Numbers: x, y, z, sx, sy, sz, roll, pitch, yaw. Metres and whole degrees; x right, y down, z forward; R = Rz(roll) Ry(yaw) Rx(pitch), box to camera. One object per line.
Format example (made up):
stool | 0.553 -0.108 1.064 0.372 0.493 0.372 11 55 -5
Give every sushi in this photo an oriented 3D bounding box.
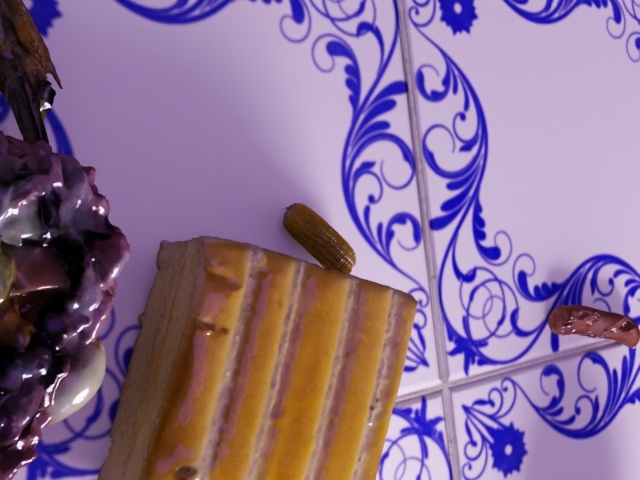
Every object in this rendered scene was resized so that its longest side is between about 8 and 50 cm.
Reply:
sushi | -0.255 0.051 0.766 0.236 0.170 0.270 47 58 -24

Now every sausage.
sausage | 0.335 0.103 1.277 0.158 0.042 0.036 14 42 -37

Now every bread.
bread | -0.055 0.138 0.943 0.239 0.111 0.246 18 81 -32

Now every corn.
corn | 0.000 0.000 1.037 0.092 0.037 0.037 42 65 -23

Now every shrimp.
shrimp | -0.305 -0.161 0.810 0.173 0.058 0.253 -28 98 -28
